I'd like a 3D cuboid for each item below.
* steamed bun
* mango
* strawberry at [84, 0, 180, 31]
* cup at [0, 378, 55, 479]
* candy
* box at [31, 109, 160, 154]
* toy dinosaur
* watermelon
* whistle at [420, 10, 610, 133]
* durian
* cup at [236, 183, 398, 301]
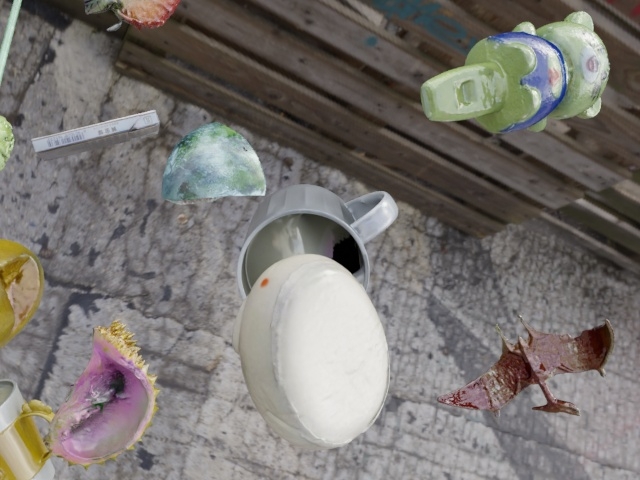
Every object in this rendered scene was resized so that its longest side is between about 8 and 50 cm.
[{"bbox_3d":[-0.017,0.129,0.800,0.177,0.131,0.228,-26,105,-37],"label":"steamed bun"},{"bbox_3d":[-0.416,0.078,0.784,0.167,0.262,0.130,-39,101,7],"label":"mango"},{"bbox_3d":[-0.323,-0.516,1.289,0.286,0.106,0.188,-37,98,7],"label":"strawberry"},{"bbox_3d":[-0.620,0.403,1.330,0.241,0.185,0.226,-17,110,8],"label":"cup"},{"bbox_3d":[-0.448,-0.243,0.939,0.092,0.093,0.335,1,70,15],"label":"candy"},{"bbox_3d":[-0.604,-0.284,1.833,0.325,0.180,0.047,-16,94,-15],"label":"box"},{"bbox_3d":[0.391,0.247,1.288,0.113,0.327,0.206,4,84,-62],"label":"toy dinosaur"},{"bbox_3d":[-0.092,-0.052,0.557,0.085,0.061,0.085,0,67,0],"label":"watermelon"},{"bbox_3d":[0.189,-0.151,0.629,0.227,0.085,0.105,-17,103,-27],"label":"whistle"},{"bbox_3d":[-0.371,0.280,1.191,0.186,0.154,0.260,44,105,1],"label":"durian"},{"bbox_3d":[0.000,0.000,1.315,0.323,0.327,0.237,-34,101,7],"label":"cup"}]
